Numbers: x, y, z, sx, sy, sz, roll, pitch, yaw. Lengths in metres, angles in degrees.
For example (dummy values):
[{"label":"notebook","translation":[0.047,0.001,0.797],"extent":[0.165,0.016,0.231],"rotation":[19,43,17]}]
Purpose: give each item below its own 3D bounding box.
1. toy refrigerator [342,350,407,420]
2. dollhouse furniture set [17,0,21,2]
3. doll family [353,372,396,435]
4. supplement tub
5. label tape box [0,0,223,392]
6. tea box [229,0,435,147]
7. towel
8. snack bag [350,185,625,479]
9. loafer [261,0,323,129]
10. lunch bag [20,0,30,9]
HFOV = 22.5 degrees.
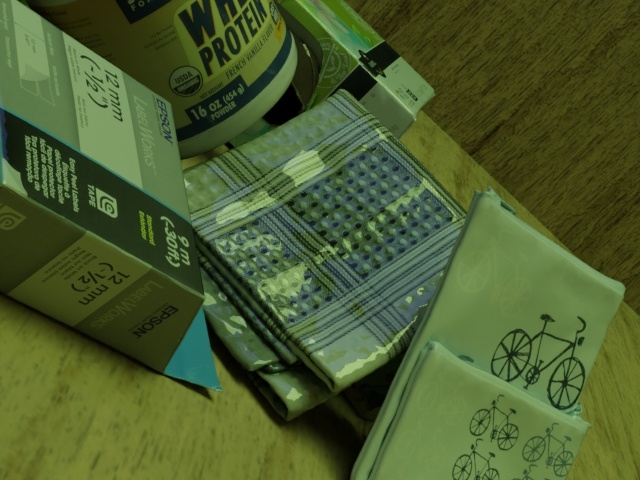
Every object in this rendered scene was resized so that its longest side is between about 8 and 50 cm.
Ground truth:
[{"label":"toy refrigerator","translation":[0.027,0.076,1.849],"extent":[0.269,0.102,0.094],"rotation":[53,16,30]},{"label":"dollhouse furniture set","translation":[-0.324,-0.180,1.682],"extent":[0.182,0.101,0.161],"rotation":[49,-10,21]},{"label":"doll family","translation":[0.121,0.194,1.718],"extent":[0.111,0.076,0.193],"rotation":[-2,-20,41]},{"label":"supplement tub","translation":[-0.187,-0.266,1.719],"extent":[0.316,0.228,0.228],"rotation":[59,5,-32]},{"label":"label tape box","translation":[-0.194,-0.040,1.433],"extent":[0.348,0.115,0.249],"rotation":[31,33,-40]},{"label":"tea box","translation":[-0.029,-0.234,2.339],"extent":[0.323,0.220,0.329],"rotation":[44,14,-2]},{"label":"towel","translation":[0.000,0.000,1.673],"extent":[0.312,0.324,0.056],"rotation":[49,-30,21]},{"label":"snack bag","translation":[0.193,0.152,1.679],"extent":[0.037,0.342,0.323],"rotation":[18,-8,44]},{"label":"loafer","translation":[-0.113,-0.252,1.975],"extent":[0.366,0.134,0.130],"rotation":[31,45,-44]},{"label":"lunch bag","translation":[-0.262,-0.224,1.926],"extent":[0.219,0.090,0.176],"rotation":[31,22,-41]}]
